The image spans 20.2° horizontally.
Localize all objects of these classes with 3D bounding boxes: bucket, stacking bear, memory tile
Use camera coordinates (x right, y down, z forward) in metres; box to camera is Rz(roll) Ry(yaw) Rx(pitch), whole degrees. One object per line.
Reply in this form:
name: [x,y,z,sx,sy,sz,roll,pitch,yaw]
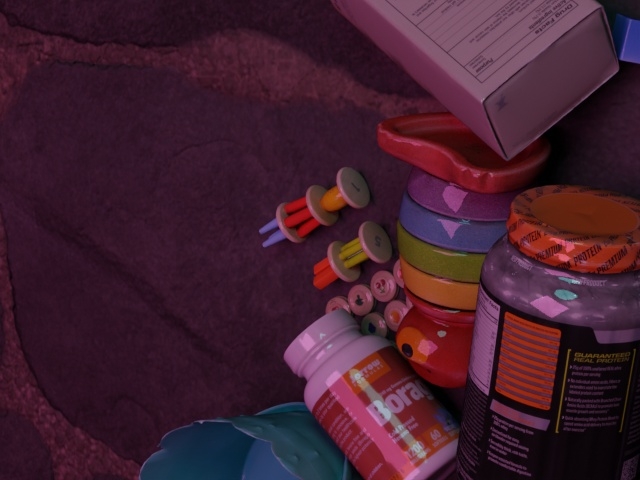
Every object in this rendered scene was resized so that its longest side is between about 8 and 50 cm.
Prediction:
bucket: [-0.060,0.324,2.086,0.281,0.183,0.281,4,96,36]
stacking bear: [0.149,0.023,1.919,0.175,0.164,0.289,27,121,40]
memory tile: [0.075,0.094,2.069,0.148,0.012,0.113,-32,75,34]

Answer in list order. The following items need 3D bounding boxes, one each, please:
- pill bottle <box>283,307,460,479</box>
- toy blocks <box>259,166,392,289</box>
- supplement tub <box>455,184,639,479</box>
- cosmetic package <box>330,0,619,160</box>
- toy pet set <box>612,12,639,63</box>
pill bottle: [0.060,0.185,2.009,0.216,0.121,0.121,50,121,16]
toy blocks: [0.000,0.000,2.091,0.148,0.054,0.123,-30,76,35]
supplement tub: [0.245,0.117,1.798,0.194,0.193,0.316,23,119,33]
cosmetic package: [0.143,-0.241,1.853,0.160,0.113,0.309,-38,54,-6]
toy pet set: [0.323,-0.239,1.818,0.122,0.065,0.114,21,106,34]
